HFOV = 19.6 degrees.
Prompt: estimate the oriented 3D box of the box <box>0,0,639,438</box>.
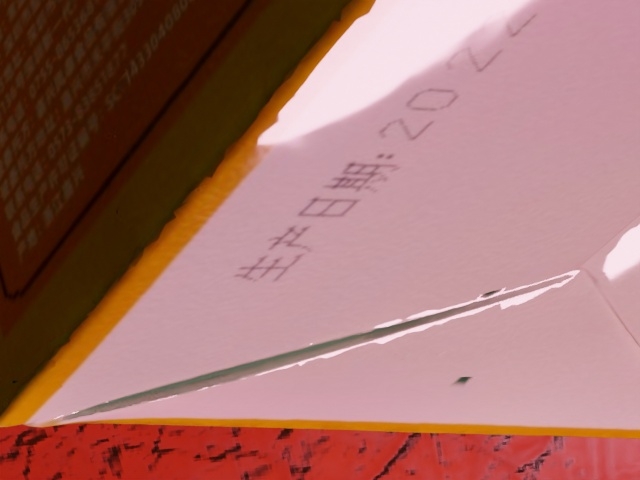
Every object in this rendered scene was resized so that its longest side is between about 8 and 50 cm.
[{"bbox_3d":[0.065,-0.106,0.467,0.259,0.214,0.283,5,142,-39],"label":"box"}]
